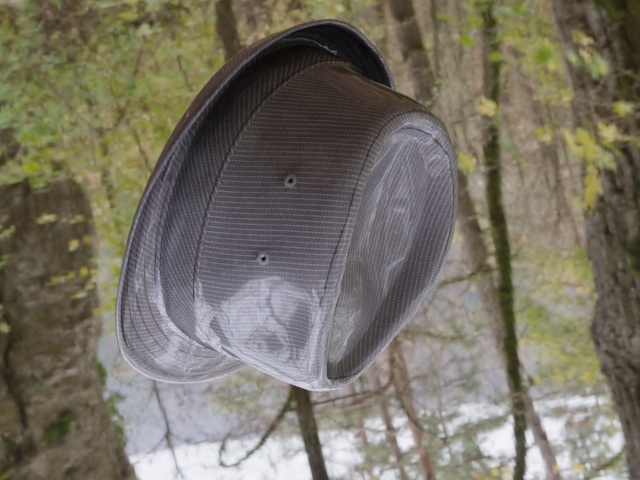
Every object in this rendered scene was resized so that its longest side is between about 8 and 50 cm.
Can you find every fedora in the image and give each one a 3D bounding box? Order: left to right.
[{"bbox_3d":[0.000,0.000,0.617,0.124,0.275,0.244,28,-174,34],"label":"fedora"}]
